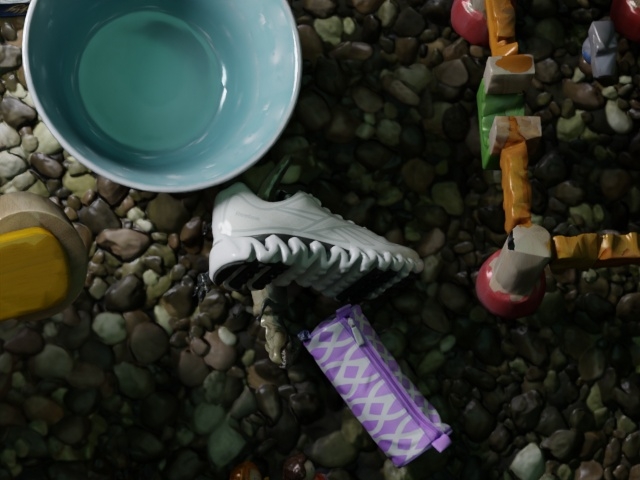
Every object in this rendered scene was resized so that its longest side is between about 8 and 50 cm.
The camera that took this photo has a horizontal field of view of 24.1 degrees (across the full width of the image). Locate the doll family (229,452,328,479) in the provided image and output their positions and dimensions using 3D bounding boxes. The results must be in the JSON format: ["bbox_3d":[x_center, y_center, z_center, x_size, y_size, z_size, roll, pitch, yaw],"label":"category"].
[{"bbox_3d":[-0.073,0.331,1.634,0.163,0.118,0.263,64,28,-8],"label":"doll family"}]

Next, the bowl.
[{"bbox_3d":[-0.190,-0.198,1.731,0.312,0.163,0.311,1,84,-14],"label":"bowl"}]

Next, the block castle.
[{"bbox_3d":[0.331,-0.137,1.845,0.303,0.213,0.453,-2,69,-3],"label":"block castle"}]

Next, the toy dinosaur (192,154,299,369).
[{"bbox_3d":[-0.084,0.022,1.768,0.118,0.064,0.268,7,72,-30],"label":"toy dinosaur"}]

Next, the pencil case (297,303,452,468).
[{"bbox_3d":[0.067,0.167,1.754,0.086,0.088,0.206,-37,89,-39],"label":"pencil case"}]

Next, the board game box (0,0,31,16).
[{"bbox_3d":[-0.288,-0.360,1.823,0.243,0.042,0.165,-5,77,-16],"label":"board game box"}]

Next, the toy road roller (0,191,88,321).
[{"bbox_3d":[-0.416,-0.025,1.516,0.330,0.202,0.240,-12,104,-14],"label":"toy road roller"}]

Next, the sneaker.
[{"bbox_3d":[0.000,0.000,1.743,0.292,0.110,0.118,10,59,-37],"label":"sneaker"}]
